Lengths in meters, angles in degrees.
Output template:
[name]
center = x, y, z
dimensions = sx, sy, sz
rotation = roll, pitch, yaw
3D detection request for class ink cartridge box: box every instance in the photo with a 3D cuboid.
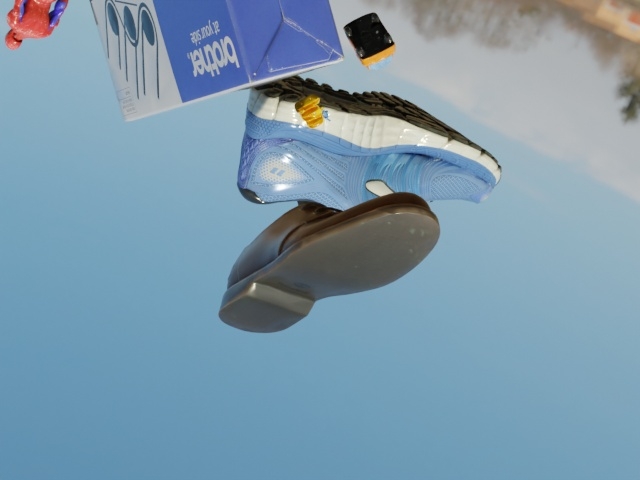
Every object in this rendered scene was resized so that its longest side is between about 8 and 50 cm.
[ink cartridge box]
center = -0.061, -0.114, 0.536
dimensions = 0.046, 0.097, 0.207
rotation = -18, -171, -22

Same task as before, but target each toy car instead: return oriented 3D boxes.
[toy car]
center = 0.018, -0.149, 1.016
dimensions = 0.060, 0.122, 0.040
rotation = 42, 167, 40

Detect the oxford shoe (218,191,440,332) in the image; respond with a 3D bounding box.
[oxford shoe]
center = 0.000, 0.000, 0.806
dimensions = 0.076, 0.212, 0.076
rotation = 27, -124, -32

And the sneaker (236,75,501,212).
[sneaker]
center = 0.046, -0.072, 1.174
dimensions = 0.330, 0.147, 0.130
rotation = 8, -157, -38

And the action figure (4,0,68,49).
[action figure]
center = -0.173, -0.168, 0.741
dimensions = 0.038, 0.115, 0.030
rotation = 10, -141, -49
